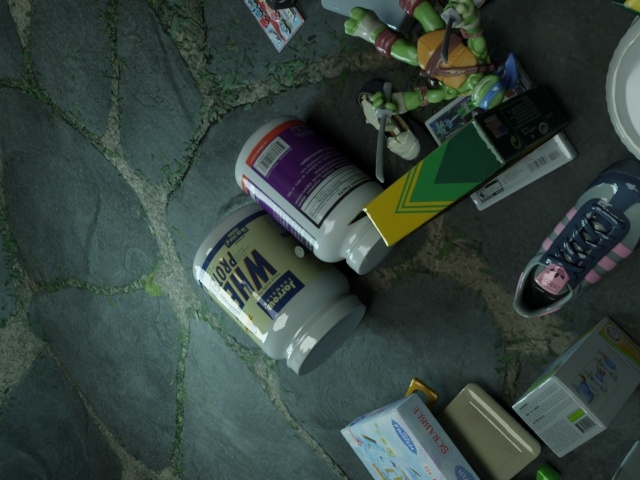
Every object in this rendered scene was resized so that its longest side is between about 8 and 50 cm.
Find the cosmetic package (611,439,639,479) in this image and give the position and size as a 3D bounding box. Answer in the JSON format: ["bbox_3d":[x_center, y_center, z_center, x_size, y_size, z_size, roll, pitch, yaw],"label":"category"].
[{"bbox_3d":[0.612,0.502,1.075,0.385,0.217,0.156,25,127,34],"label":"cosmetic package"}]

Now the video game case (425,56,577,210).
[{"bbox_3d":[0.288,-0.168,1.160,0.201,0.023,0.183,-34,87,49],"label":"video game case"}]

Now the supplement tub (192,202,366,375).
[{"bbox_3d":[-0.086,0.102,1.506,0.325,0.235,0.235,43,135,18],"label":"supplement tub"}]

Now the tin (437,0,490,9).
[{"bbox_3d":[0.238,-0.426,1.056,0.106,0.040,0.190,46,136,10],"label":"tin"}]

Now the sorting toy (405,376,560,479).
[{"bbox_3d":[0.322,0.391,1.417,0.347,0.047,0.196,44,132,17],"label":"sorting toy"}]

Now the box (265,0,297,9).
[{"bbox_3d":[-0.074,-0.553,1.232,0.183,0.056,0.231,58,144,20],"label":"box"}]

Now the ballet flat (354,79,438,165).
[{"bbox_3d":[0.131,-0.196,1.259,0.203,0.074,0.074,53,137,7],"label":"ballet flat"}]

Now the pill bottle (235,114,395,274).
[{"bbox_3d":[-0.001,-0.084,1.363,0.323,0.181,0.181,42,135,19],"label":"pill bottle"}]

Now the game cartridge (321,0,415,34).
[{"bbox_3d":[0.101,-0.495,1.139,0.198,0.062,0.297,32,131,33],"label":"game cartridge"}]

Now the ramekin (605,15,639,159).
[{"bbox_3d":[0.485,-0.196,0.877,0.273,0.127,0.273,22,125,35],"label":"ramekin"}]

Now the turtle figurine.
[{"bbox_3d":[0.131,-0.282,1.028,0.266,0.274,0.198,51,160,26],"label":"turtle figurine"}]

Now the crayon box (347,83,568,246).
[{"bbox_3d":[0.206,-0.101,1.110,0.081,0.202,0.318,56,139,4],"label":"crayon box"}]

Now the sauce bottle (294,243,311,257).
[{"bbox_3d":[0.000,0.000,1.447,0.042,0.128,0.042,20,123,34],"label":"sauce bottle"}]

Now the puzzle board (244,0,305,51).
[{"bbox_3d":[-0.092,-0.446,1.379,0.128,0.011,0.096,56,138,4],"label":"puzzle board"}]

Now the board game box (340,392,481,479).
[{"bbox_3d":[0.211,0.497,1.512,0.319,0.066,0.318,54,152,6],"label":"board game box"}]

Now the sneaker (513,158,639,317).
[{"bbox_3d":[0.384,0.018,1.042,0.112,0.131,0.319,41,149,19],"label":"sneaker"}]

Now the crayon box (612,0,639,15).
[{"bbox_3d":[0.514,-0.331,0.657,0.313,0.106,0.363,25,114,5],"label":"crayon box"}]

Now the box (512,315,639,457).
[{"bbox_3d":[0.415,0.226,1.118,0.103,0.203,0.114,47,138,15],"label":"box"}]
